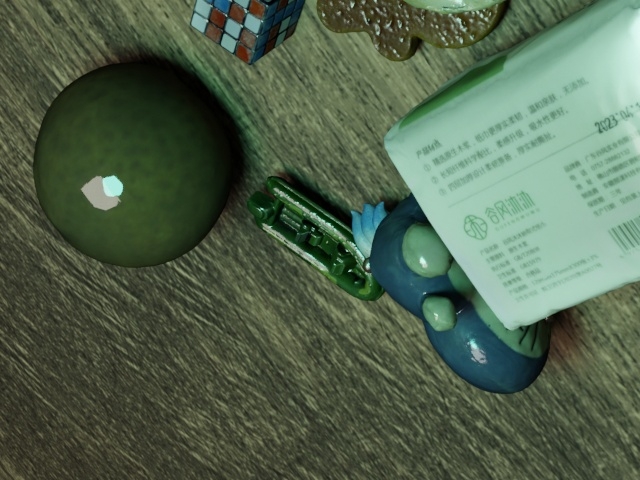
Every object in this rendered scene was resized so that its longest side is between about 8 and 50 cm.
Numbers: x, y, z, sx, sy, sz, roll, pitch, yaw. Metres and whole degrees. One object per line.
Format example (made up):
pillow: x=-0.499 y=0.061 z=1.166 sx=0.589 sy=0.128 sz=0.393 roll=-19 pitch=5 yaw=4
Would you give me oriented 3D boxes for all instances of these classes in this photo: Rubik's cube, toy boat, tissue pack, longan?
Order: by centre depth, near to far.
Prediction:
tissue pack: x=0.281 y=-0.094 z=1.451 sx=0.356 sy=0.194 sz=0.266 roll=-26 pitch=101 yaw=44
Rubik's cube: x=-0.080 y=-0.274 z=1.680 sx=0.092 sy=0.092 sz=0.092 roll=35 pitch=135 yaw=14
longan: x=-0.234 y=-0.095 z=1.835 sx=0.258 sy=0.258 sz=0.258 roll=21 pitch=131 yaw=26
toy boat: x=0.000 y=0.000 z=1.843 sx=0.210 sy=0.052 sz=0.104 roll=38 pitch=141 yaw=11

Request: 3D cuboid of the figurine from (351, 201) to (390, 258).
figurine: x=0.081 y=-0.007 z=1.763 sx=0.114 sy=0.079 sz=0.114 roll=40 pitch=173 yaw=6

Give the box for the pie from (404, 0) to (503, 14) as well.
pie: x=0.120 y=-0.372 z=1.418 sx=0.338 sy=0.075 sz=0.337 roll=21 pitch=132 yaw=25

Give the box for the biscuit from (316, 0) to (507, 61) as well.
biscuit: x=0.093 y=-0.276 z=1.580 sx=0.236 sy=0.039 sz=0.179 roll=11 pitch=122 yaw=32

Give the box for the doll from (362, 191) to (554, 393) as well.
doll: x=0.166 y=0.058 z=1.646 sx=0.258 sy=0.228 sz=0.154 roll=42 pitch=123 yaw=-17
